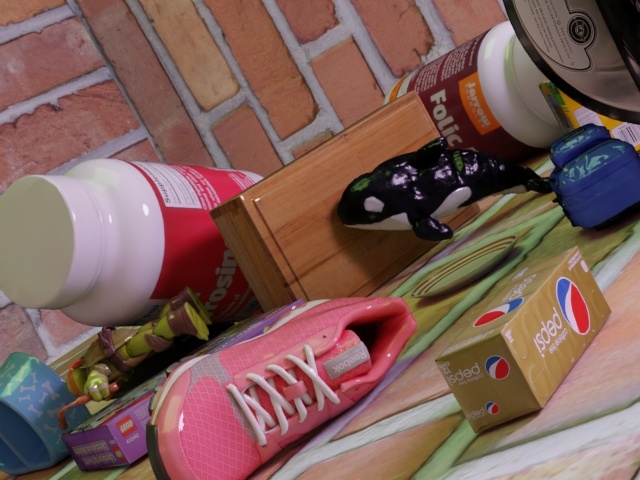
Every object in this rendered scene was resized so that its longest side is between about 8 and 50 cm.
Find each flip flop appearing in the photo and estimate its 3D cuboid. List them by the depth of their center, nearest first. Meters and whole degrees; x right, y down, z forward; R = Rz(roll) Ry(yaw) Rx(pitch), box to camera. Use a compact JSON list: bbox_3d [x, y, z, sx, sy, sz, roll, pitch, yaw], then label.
[{"bbox_3d":[-0.237,0.177,2.110,0.277,0.112,0.080,-25,-44,-44],"label":"flip flop"}]

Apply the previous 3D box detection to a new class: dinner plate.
[{"bbox_3d":[0.163,0.034,1.623,0.141,0.017,0.141,-28,5,3],"label":"dinner plate"}]

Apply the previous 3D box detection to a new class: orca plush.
[{"bbox_3d":[0.166,-0.083,1.890,0.287,0.102,0.151,1,47,-3],"label":"orca plush"}]

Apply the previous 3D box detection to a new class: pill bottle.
[{"bbox_3d":[-0.241,0.005,2.000,0.229,0.229,0.407,-26,-17,36],"label":"pill bottle"},{"bbox_3d":[0.300,-0.238,2.433,0.224,0.224,0.392,-33,5,-37],"label":"pill bottle"}]

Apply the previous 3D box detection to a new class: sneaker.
[{"bbox_3d":[-0.029,0.119,1.276,0.136,0.116,0.314,-23,7,42],"label":"sneaker"}]

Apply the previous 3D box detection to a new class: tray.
[{"bbox_3d":[0.047,-0.041,1.977,0.076,0.203,0.411,-24,7,44],"label":"tray"}]

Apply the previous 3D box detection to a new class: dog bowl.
[{"bbox_3d":[-0.426,0.252,2.035,0.074,0.166,0.297,-46,13,-32],"label":"dog bowl"}]

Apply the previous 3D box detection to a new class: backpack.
[{"bbox_3d":[0.278,-0.063,1.464,0.098,0.101,0.120,-36,7,8],"label":"backpack"}]

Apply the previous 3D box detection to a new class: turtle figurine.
[{"bbox_3d":[-0.249,0.142,1.880,0.217,0.087,0.269,-32,0,5],"label":"turtle figurine"}]

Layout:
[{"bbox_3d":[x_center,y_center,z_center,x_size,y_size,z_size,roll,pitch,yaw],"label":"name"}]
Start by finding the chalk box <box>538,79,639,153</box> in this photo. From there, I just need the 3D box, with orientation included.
[{"bbox_3d":[0.376,-0.180,1.896,0.132,0.132,0.213,-29,5,4],"label":"chalk box"}]

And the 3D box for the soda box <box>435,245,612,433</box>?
[{"bbox_3d":[0.151,0.069,1.045,0.058,0.061,0.181,-26,6,33],"label":"soda box"}]

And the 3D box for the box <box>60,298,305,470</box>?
[{"bbox_3d":[-0.159,0.179,1.770,0.293,0.057,0.201,-32,3,-27],"label":"box"}]

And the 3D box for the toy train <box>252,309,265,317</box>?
[{"bbox_3d":[-0.030,0.087,2.083,0.166,0.046,0.125,-39,-13,-20],"label":"toy train"}]

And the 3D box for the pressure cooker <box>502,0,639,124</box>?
[{"bbox_3d":[0.382,-0.307,1.443,0.420,0.370,0.376,-21,-43,-47],"label":"pressure cooker"}]
